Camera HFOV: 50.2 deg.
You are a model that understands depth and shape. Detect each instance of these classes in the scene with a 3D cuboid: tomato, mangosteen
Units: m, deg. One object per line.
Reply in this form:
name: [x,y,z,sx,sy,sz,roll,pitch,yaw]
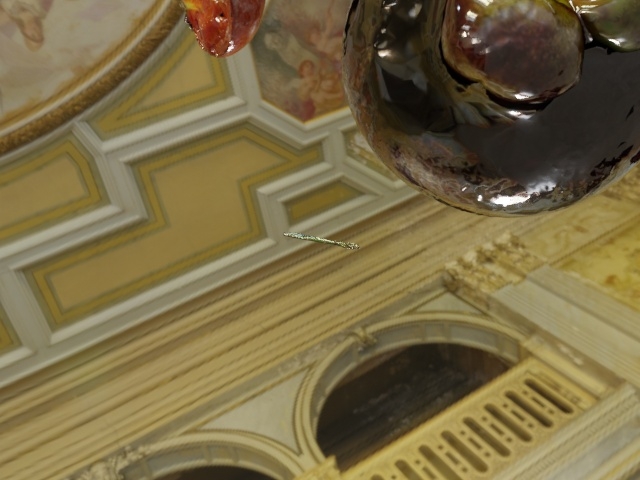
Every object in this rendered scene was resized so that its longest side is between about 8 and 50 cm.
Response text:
tomato: [-0.127,-0.334,0.932,0.091,0.139,0.159,-23,-72,-32]
mangosteen: [0.159,-0.155,0.574,0.297,0.313,0.296,4,-67,9]

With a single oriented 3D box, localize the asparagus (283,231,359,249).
asparagus: [0.000,0.000,1.364,0.016,0.166,0.013,-35,-49,-61]
